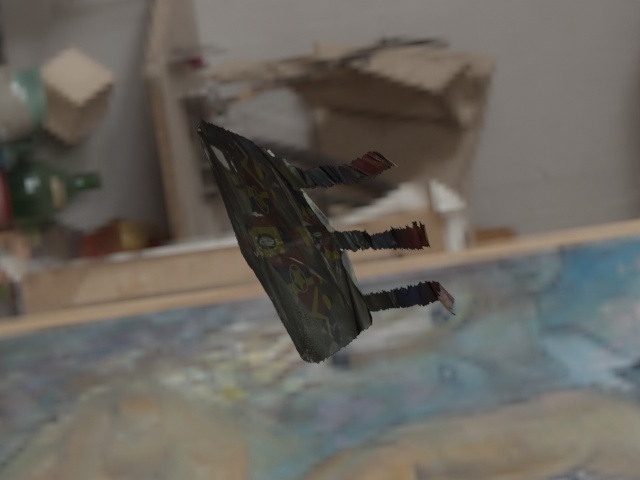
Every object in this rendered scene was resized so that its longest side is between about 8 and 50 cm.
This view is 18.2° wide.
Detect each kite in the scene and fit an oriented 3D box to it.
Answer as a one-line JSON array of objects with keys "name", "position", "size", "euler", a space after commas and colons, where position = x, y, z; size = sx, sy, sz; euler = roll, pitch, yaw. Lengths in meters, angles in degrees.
[{"name": "kite", "position": [0.001, -0.001, 0.944], "size": [0.141, 0.015, 0.245], "euler": [62, -18, -9]}]
